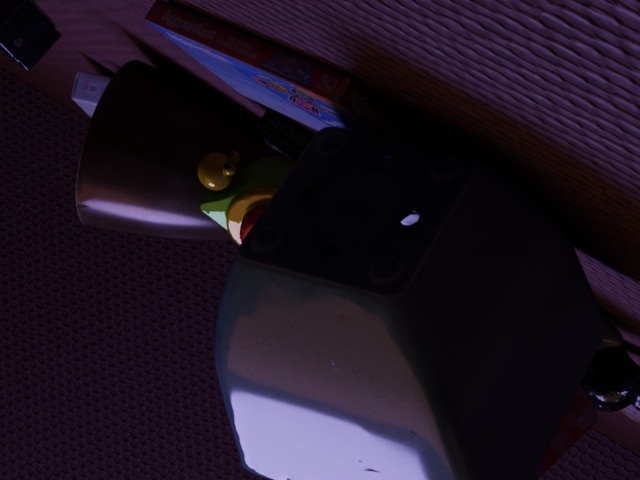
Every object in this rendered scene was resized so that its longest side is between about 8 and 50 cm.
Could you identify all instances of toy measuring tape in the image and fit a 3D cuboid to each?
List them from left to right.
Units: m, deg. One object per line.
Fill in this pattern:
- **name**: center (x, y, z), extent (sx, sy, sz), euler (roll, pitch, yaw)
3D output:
- **toy measuring tape**: center (0.000, 0.000, 1.704), extent (0.330, 0.121, 0.121), euler (38, 175, -23)

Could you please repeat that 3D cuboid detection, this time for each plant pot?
- **plant pot**: center (-0.150, -0.086, 1.856), extent (0.230, 0.215, 0.215), euler (18, 174, 10)
- **plant pot**: center (0.059, 0.051, 1.215), extent (0.247, 0.247, 0.252), euler (14, 145, 29)

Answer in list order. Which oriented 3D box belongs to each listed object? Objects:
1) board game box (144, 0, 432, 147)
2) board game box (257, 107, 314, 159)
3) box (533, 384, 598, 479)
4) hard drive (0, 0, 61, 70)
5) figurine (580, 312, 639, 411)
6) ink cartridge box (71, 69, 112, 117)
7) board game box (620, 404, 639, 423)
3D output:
- **board game box**: center (-0.026, -0.133, 1.316), extent (0.281, 0.027, 0.145), euler (29, 177, 45)
- **board game box**: center (0.018, -0.079, 1.688), extent (0.186, 0.026, 0.126), euler (32, 176, 6)
- **box**: center (0.160, 0.121, 1.591), extent (0.257, 0.122, 0.128), euler (58, 156, -17)
- **hard drive**: center (-0.428, -0.326, 1.519), extent (0.237, 0.064, 0.339), euler (35, 173, 41)
- **figurine**: center (0.292, 0.119, 1.667), extent (0.215, 0.092, 0.209), euler (35, 168, -23)
- **ink cartridge box**: center (-0.274, -0.208, 2.450), extent (0.232, 0.066, 0.189), euler (11, 176, 1)
- **board game box**: center (0.413, 0.203, 1.957), extent (0.146, 0.045, 0.193), euler (34, 176, -20)
